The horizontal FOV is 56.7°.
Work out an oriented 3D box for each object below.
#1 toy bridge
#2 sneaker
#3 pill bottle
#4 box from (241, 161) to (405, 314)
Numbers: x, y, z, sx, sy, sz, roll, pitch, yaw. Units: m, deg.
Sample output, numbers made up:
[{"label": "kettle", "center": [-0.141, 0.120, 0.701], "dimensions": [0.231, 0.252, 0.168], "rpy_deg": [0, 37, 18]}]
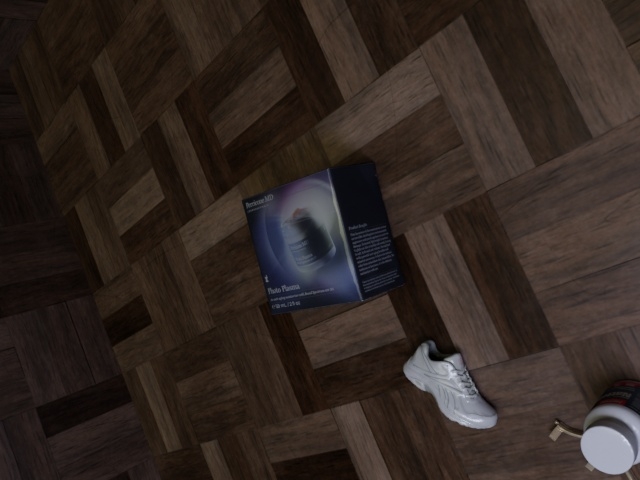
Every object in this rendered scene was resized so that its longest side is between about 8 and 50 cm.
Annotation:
[{"label": "toy bridge", "center": [0.529, 0.409, 1.129], "dimensions": [0.188, 0.026, 0.063], "rpy_deg": [39, 120, 28]}, {"label": "sneaker", "center": [0.287, 0.303, 1.274], "dimensions": [0.232, 0.090, 0.115], "rpy_deg": [36, 118, 28]}, {"label": "pill bottle", "center": [0.515, 0.319, 1.016], "dimensions": [0.108, 0.180, 0.108], "rpy_deg": [11, 107, 38]}, {"label": "box", "center": [0.000, 0.000, 1.386], "dimensions": [0.296, 0.183, 0.294], "rpy_deg": [-15, 89, 41]}]
